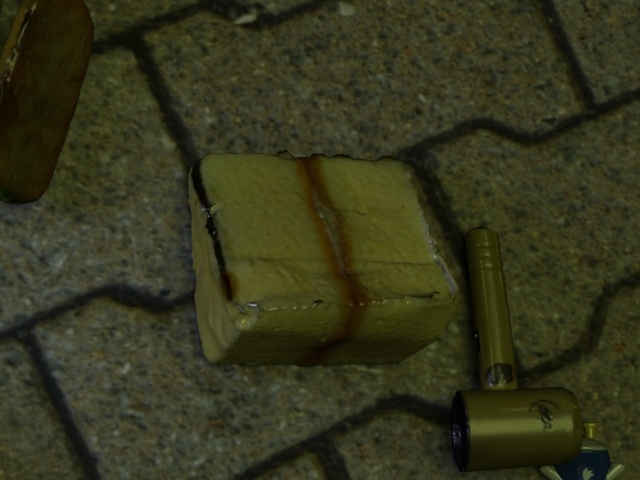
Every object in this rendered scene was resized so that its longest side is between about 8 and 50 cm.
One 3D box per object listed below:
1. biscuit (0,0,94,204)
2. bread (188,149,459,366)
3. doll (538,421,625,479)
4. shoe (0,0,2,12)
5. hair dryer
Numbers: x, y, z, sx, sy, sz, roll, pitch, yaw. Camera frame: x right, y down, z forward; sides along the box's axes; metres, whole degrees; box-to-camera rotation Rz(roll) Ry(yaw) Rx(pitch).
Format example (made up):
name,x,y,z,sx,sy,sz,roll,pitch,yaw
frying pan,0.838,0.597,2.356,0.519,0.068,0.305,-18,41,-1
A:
name,x,y,z,sx,sy,sz,roll,pitch,yaw
biscuit,-0.302,-0.157,1.696,0.118,0.029,0.247,39,63,-54
bread,0.000,0.000,1.723,0.263,0.198,0.236,0,73,-21
doll,0.302,0.279,1.846,0.098,0.057,0.143,-3,82,1
shoe,-0.398,-0.187,1.644,0.140,0.128,0.262,18,104,-17
hair dryer,0.211,0.120,1.824,0.134,0.090,0.279,-3,73,-7
